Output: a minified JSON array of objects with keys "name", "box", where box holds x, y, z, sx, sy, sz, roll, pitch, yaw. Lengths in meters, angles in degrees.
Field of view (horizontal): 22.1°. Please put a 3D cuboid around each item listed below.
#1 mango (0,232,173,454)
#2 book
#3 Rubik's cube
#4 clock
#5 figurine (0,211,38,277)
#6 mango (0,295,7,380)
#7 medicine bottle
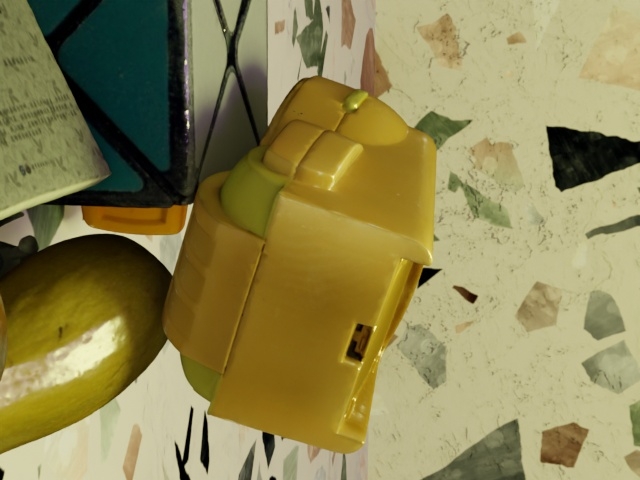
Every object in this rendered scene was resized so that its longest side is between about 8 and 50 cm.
[{"name":"mango","box":[-0.254,0.098,1.348,0.332,0.195,0.142,-28,88,-37]},{"name":"book","box":[-0.286,-0.193,1.163,0.379,0.031,0.264,64,17,-4]},{"name":"Rubik's cube","box":[-0.196,-0.163,1.419,0.255,0.259,0.260,-21,110,-76]},{"name":"clock","box":[0.000,0.000,1.404,0.317,0.200,0.244,-62,175,-63]},{"name":"figurine","box":[-0.292,0.015,1.434,0.082,0.094,0.086,57,-24,8]},{"name":"mango","box":[-0.332,0.087,1.018,0.384,0.199,0.221,-48,140,-67]},{"name":"medicine bottle","box":[-0.183,-0.128,1.716,0.222,0.112,0.149,-87,-178,-48]}]
